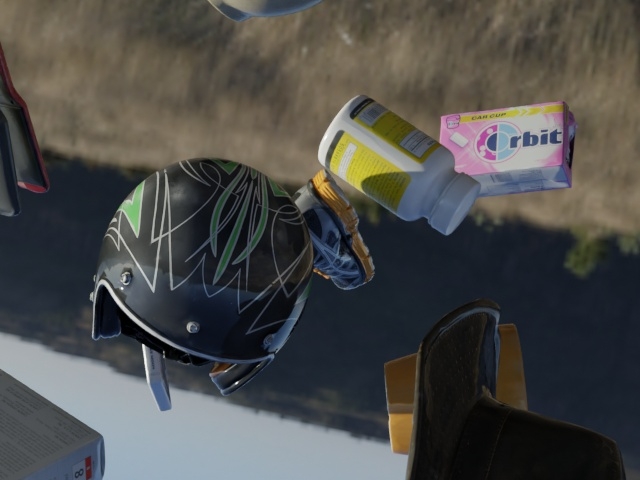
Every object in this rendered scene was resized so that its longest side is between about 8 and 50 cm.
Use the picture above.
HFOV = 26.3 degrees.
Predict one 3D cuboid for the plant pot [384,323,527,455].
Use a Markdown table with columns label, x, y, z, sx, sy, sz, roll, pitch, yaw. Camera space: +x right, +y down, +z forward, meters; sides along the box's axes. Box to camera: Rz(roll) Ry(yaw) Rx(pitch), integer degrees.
| label | x | y | z | sx | sy | sz | roll | pitch | yaw |
| --- | --- | --- | --- | --- | --- | --- | --- | --- | --- |
| plant pot | 0.187 | 0.226 | 1.920 | 0.187 | 0.205 | 0.205 | -5 | 174 | 4 |

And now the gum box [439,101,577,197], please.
| label | x | y | z | sx | sy | sz | roll | pitch | yaw |
| --- | --- | --- | --- | --- | --- | --- | --- | --- | --- |
| gum box | 0.262 | -0.125 | 1.907 | 0.188 | 0.107 | 0.062 | -5 | 148 | 21 |

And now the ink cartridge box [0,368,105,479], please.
| label | x | y | z | sx | sy | sz | roll | pitch | yaw |
| --- | --- | --- | --- | --- | --- | --- | --- | --- | --- |
| ink cartridge box | -0.252 | 0.146 | 0.885 | 0.145 | 0.045 | 0.179 | 25 | -144 | 34 |

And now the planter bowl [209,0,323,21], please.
| label | x | y | z | sx | sy | sz | roll | pitch | yaw |
| --- | --- | --- | --- | --- | --- | --- | --- | --- | --- |
| planter bowl | -0.063 | -0.277 | 1.303 | 0.109 | 0.162 | 0.162 | -32 | 154 | 23 |

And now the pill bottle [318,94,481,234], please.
| label | x | y | z | sx | sy | sz | roll | pitch | yaw |
| --- | --- | --- | --- | --- | --- | --- | --- | --- | --- |
| pill bottle | 0.061 | -0.055 | 1.043 | 0.116 | 0.065 | 0.065 | 35 | -179 | 15 |

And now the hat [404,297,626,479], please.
| label | x | y | z | sx | sy | sz | roll | pitch | yaw |
| --- | --- | --- | --- | --- | --- | --- | --- | --- | --- |
| hat | 0.142 | 0.210 | 0.956 | 0.133 | 0.331 | 0.331 | 5 | 173 | 21 |

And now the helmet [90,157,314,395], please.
| label | x | y | z | sx | sy | sz | roll | pitch | yaw |
| --- | --- | --- | --- | --- | --- | --- | --- | --- | --- |
| helmet | -0.082 | 0.022 | 0.986 | 0.169 | 0.169 | 0.161 | 13 | 148 | -16 |

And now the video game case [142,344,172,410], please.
| label | x | y | z | sx | sy | sz | roll | pitch | yaw |
| --- | --- | --- | --- | --- | --- | --- | --- | --- | --- |
| video game case | -0.228 | 0.130 | 1.865 | 0.022 | 0.173 | 0.190 | -9 | 163 | -4 |

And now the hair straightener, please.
| label | x | y | z | sx | sy | sz | roll | pitch | yaw |
| --- | --- | --- | --- | --- | --- | --- | --- | --- | --- |
| hair straightener | -0.277 | -0.113 | 1.112 | 0.047 | 0.089 | 0.230 | 18 | 133 | 22 |

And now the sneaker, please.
| label | x | y | z | sx | sy | sz | roll | pitch | yaw |
| --- | --- | --- | --- | --- | --- | --- | --- | --- | --- |
| sneaker | 0.000 | 0.000 | 1.506 | 0.084 | 0.083 | 0.215 | 52 | 173 | 30 |
